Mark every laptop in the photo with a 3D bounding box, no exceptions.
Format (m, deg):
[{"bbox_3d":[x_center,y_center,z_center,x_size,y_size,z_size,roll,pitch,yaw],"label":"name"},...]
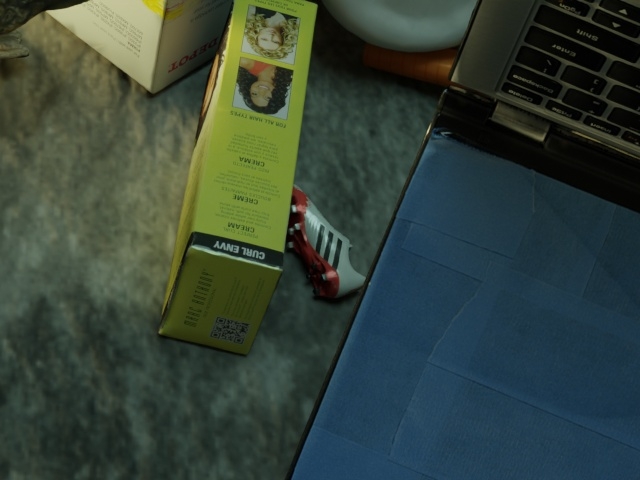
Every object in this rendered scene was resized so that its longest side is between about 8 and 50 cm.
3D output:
[{"bbox_3d":[0.206,0.065,0.814,0.382,0.408,0.236,22,72,2],"label":"laptop"}]

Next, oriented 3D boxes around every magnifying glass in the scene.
[{"bbox_3d":[0.142,-0.104,1.215,0.231,0.026,0.092,14,48,12],"label":"magnifying glass"}]

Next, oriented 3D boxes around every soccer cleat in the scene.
[{"bbox_3d":[0.000,0.000,1.108,0.036,0.029,0.083,-6,55,-33],"label":"soccer cleat"}]

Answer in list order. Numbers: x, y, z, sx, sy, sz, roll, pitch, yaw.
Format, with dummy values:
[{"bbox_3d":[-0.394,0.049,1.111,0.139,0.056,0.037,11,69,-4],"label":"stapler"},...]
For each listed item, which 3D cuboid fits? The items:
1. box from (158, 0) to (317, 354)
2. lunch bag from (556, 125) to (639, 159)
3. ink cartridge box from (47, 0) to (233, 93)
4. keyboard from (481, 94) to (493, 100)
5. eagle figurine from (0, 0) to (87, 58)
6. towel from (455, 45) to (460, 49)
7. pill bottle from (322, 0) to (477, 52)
[{"bbox_3d":[-0.048,-0.048,1.096,0.058,0.087,0.232,14,46,-9],"label":"box"},{"bbox_3d":[0.226,-0.023,1.026,0.235,0.287,0.169,26,46,1],"label":"lunch bag"},{"bbox_3d":[-0.099,-0.214,1.162,0.127,0.176,0.128,38,49,19],"label":"ink cartridge box"},{"bbox_3d":[0.183,-0.044,1.202,0.100,0.038,0.192,-35,58,-30],"label":"keyboard"},{"bbox_3d":[-0.255,-0.107,1.021,0.226,0.225,0.298,19,57,13],"label":"eagle figurine"},{"bbox_3d":[0.159,-0.207,1.343,0.102,0.021,0.237,27,48,8],"label":"towel"},{"bbox_3d":[0.053,-0.269,1.256,0.162,0.162,0.278,4,39,-15],"label":"pill bottle"}]
